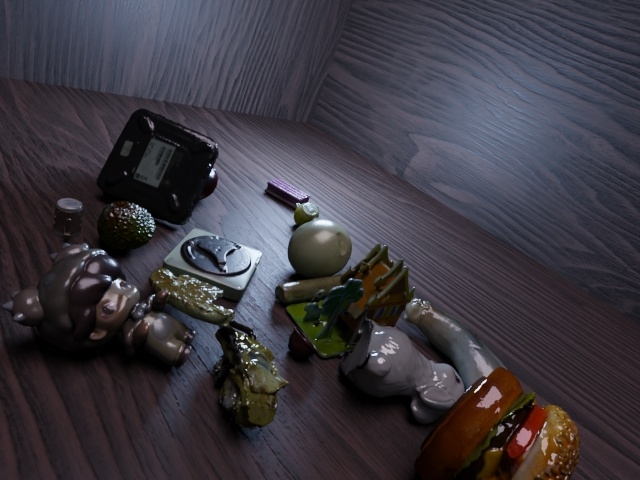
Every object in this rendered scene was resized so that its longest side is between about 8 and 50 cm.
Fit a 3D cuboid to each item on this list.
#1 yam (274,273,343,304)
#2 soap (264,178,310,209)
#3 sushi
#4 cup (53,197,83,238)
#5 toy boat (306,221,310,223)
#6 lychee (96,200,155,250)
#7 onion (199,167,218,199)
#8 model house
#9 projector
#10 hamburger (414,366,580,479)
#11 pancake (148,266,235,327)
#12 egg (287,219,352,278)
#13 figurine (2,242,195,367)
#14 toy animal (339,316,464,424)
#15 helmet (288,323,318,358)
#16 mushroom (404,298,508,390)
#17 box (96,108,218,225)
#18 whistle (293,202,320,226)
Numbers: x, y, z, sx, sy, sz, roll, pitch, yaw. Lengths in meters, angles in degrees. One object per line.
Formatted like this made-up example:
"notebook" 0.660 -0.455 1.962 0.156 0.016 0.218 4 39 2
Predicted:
"yam" 0.008 0.160 1.478 0.371 0.083 0.083 -6 37 -40
"soap" -0.163 -0.233 2.139 0.203 0.066 0.122 31 26 17
"sushi" -0.172 0.314 1.007 0.139 0.131 0.291 34 8 -34
"cup" -0.761 -0.065 1.277 0.074 0.099 0.102 18 25 -8
"toy boat" 0.000 0.000 1.803 0.223 0.100 0.097 28 62 21
"lychee" -0.594 -0.042 1.315 0.171 0.171 0.171 18 25 -9
"onion" -0.569 -0.287 1.753 0.314 0.232 0.314 40 22 -20
"model house" 0.107 0.154 1.322 0.357 0.313 0.242 0 31 -38
"projector" -0.341 0.064 1.393 0.258 0.079 0.257 20 26 -2
"hamburger" 0.391 0.464 0.931 0.329 0.330 0.250 -8 41 -47
"pancake" -0.349 0.144 1.143 0.197 0.055 0.376 8 11 -40
"egg" 0.000 0.032 1.575 0.219 0.219 0.269 33 29 21
"figurine" -0.471 0.165 0.978 0.380 0.203 0.249 31 38 -15
"toy animal" 0.242 0.370 1.172 0.357 0.194 0.258 29 15 -6
"helmet" -0.060 0.294 1.200 0.111 0.057 0.089 42 -5 45
"mushroom" 0.446 0.347 1.439 0.177 0.126 0.397 -6 40 -32
"box" -0.582 -0.264 1.547 0.349 0.360 0.091 22 -9 -3
"whistle" -0.042 -0.079 1.921 0.223 0.123 0.122 51 33 13
